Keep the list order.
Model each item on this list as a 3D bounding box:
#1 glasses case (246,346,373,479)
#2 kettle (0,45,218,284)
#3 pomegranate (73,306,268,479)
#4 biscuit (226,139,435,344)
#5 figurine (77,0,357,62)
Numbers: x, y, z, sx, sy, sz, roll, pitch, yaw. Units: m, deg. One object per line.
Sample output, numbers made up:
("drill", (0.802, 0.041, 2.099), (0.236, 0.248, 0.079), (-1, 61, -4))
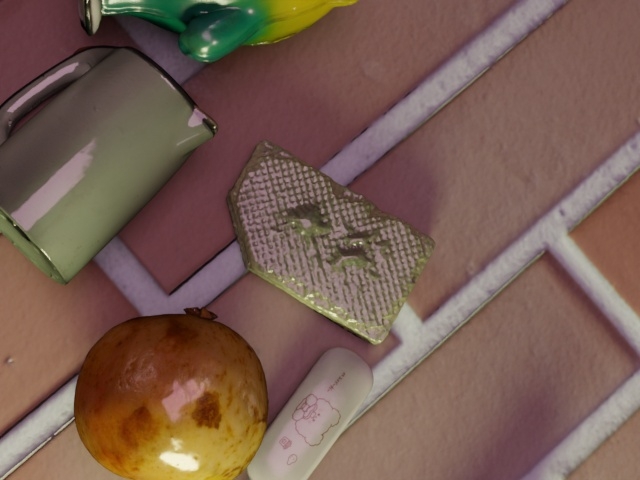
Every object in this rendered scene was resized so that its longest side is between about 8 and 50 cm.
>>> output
("glasses case", (-0.012, 0.213, 1.661), (0.074, 0.049, 0.193), (38, 78, -1))
("kettle", (-0.280, -0.109, 1.629), (0.240, 0.165, 0.255), (36, 75, 28))
("pomegranate", (-0.160, 0.169, 1.564), (0.215, 0.215, 0.215), (1, 80, -8))
("biscuit", (0.000, 0.000, 1.698), (0.252, 0.052, 0.150), (32, 78, -2))
("figurine", (-0.117, -0.346, 1.649), (0.340, 0.231, 0.323), (-8, 63, -12))
